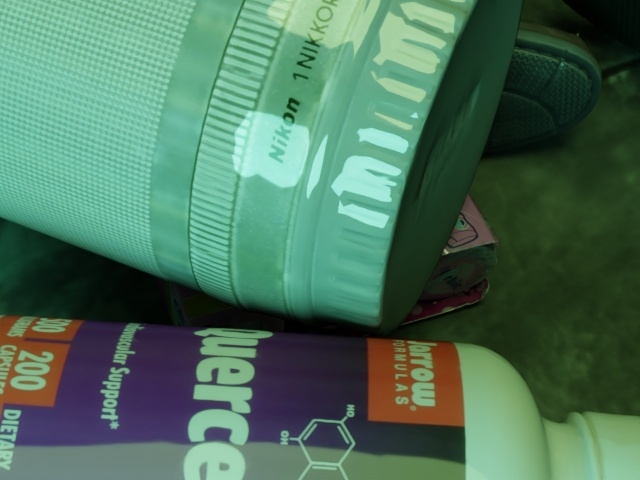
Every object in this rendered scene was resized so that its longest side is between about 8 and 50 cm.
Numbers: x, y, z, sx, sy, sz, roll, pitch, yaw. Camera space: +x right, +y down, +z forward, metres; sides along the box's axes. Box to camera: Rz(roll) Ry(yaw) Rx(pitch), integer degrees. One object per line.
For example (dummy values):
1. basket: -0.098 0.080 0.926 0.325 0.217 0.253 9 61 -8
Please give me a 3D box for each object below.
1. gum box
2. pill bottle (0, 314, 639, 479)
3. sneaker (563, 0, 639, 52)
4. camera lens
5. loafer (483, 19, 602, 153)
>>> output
1. gum box: 0.000 0.000 0.781 0.188 0.062 0.107 -16 55 -14
2. pill bottle: -0.019 0.130 0.606 0.323 0.181 0.181 3 52 -1
3. sneaker: 0.305 -0.201 0.892 0.296 0.124 0.178 21 72 3
4. camera lens: -0.061 -0.091 0.670 0.274 0.219 0.219 20 54 13
5. loafer: 0.019 -0.114 0.848 0.303 0.109 0.095 -4 49 -3
